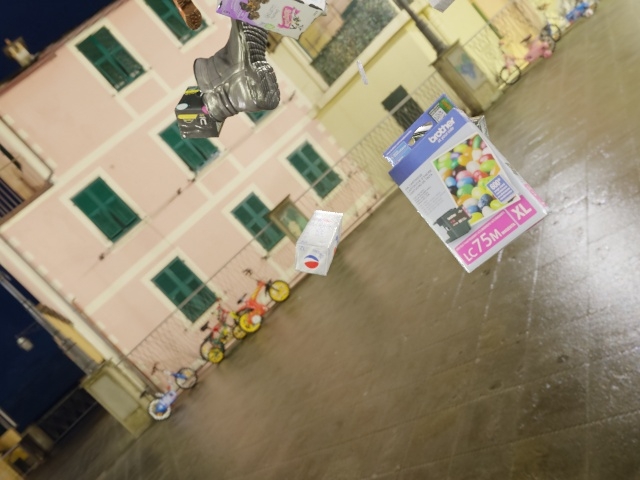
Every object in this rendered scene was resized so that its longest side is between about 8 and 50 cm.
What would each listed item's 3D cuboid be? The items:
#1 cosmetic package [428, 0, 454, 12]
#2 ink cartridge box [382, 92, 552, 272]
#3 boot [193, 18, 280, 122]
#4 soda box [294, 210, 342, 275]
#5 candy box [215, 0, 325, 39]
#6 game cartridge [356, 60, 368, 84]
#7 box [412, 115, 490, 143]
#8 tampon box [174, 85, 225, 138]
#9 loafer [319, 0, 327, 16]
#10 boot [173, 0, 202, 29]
[{"bbox_3d":[0.340,-0.811,1.541,0.060,0.239,0.099,0,-28,-42],"label":"cosmetic package"},{"bbox_3d":[0.264,-0.114,0.993,0.186,0.311,0.065,-44,-18,29],"label":"ink cartridge box"},{"bbox_3d":[-0.245,-0.485,1.328,0.222,0.338,0.118,0,15,30],"label":"boot"},{"bbox_3d":[0.000,0.000,1.567,0.286,0.098,0.091,-66,-18,-65],"label":"soda box"},{"bbox_3d":[-0.105,-0.514,1.082,0.165,0.196,0.070,176,103,-68],"label":"candy box"},{"bbox_3d":[0.146,-0.587,1.796,0.017,0.083,0.056,-22,20,3],"label":"game cartridge"},{"bbox_3d":[0.348,-0.192,1.298,0.175,0.220,0.051,-2,32,37],"label":"box"},{"bbox_3d":[-0.368,-0.403,1.602,0.120,0.101,0.161,-1,41,5],"label":"tampon box"},{"bbox_3d":[-0.123,-0.976,2.165,0.319,0.111,0.112,-13,6,-7],"label":"loafer"},{"bbox_3d":[-0.441,-0.765,1.673,0.059,0.085,0.158,-37,-27,-8],"label":"boot"}]
